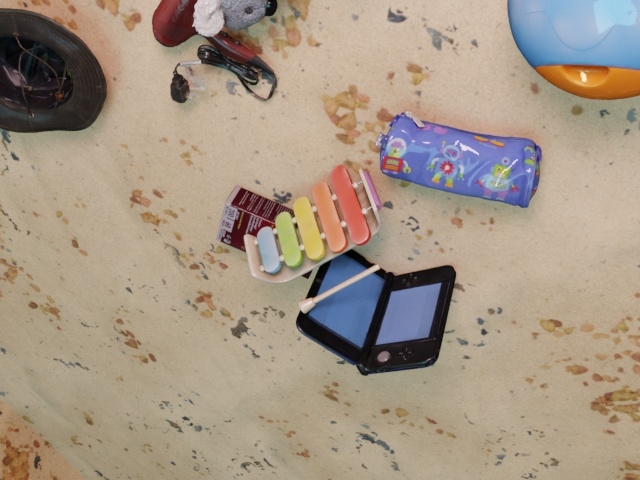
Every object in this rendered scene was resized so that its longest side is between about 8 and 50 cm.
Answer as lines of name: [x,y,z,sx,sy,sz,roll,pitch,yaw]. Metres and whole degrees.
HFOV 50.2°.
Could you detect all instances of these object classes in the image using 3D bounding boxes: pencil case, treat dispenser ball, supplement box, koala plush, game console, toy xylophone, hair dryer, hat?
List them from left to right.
hat: [-0.603,-0.375,1.422,0.331,0.134,0.331,0,140,0]
hair dryer: [-0.207,-0.398,1.301,0.223,0.080,0.293,-3,136,5]
koala plush: [-0.125,-0.450,1.137,0.203,0.196,0.221,35,135,6]
supplement box: [-0.111,-0.017,1.582,0.239,0.073,0.130,23,134,1]
toy xylophone: [0.000,0.000,1.412,0.322,0.236,0.081,-36,141,12]
game console: [0.127,0.122,1.454,0.250,0.293,0.173,-14,123,31]
pencil case: [0.258,-0.156,1.277,0.306,0.119,0.133,15,125,10]
treat dispenser ball: [0.405,-0.340,0.936,0.288,0.288,0.288,11,133,13]
